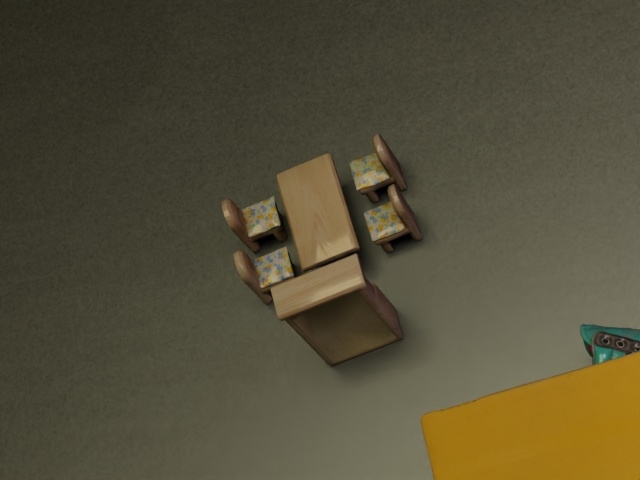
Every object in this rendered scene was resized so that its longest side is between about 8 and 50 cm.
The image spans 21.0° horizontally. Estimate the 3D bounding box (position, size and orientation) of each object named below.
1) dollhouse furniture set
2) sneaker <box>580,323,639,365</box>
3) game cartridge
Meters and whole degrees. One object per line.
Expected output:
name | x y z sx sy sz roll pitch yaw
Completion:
dollhouse furniture set | 0.000 0.000 2.040 0.212 0.161 0.242 -22 60 11
sneaker | 0.374 0.110 1.869 0.178 0.124 0.295 22 76 19
game cartridge | 0.280 0.277 1.785 0.324 0.053 0.285 -19 76 30
